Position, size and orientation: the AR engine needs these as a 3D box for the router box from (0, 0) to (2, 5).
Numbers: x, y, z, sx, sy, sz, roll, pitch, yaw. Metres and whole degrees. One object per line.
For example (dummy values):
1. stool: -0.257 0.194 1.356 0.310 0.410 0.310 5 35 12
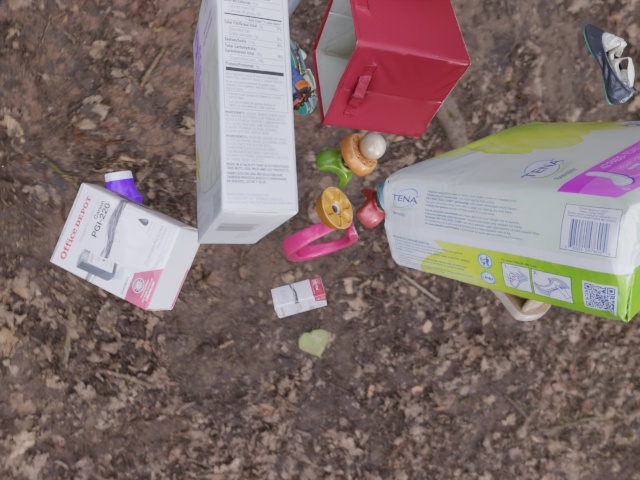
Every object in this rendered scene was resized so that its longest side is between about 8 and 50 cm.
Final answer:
1. router box: -0.418 -0.310 0.598 0.046 0.133 0.179 39 109 8

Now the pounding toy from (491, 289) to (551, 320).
1. pounding toy: 0.263 0.047 0.787 0.270 0.154 0.154 23 43 6

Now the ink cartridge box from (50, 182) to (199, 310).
1. ink cartridge box: -0.345 0.010 0.957 0.158 0.218 0.092 -67 163 1

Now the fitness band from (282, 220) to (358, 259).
1. fitness band: 0.000 0.000 1.513 0.209 0.291 0.054 -18 80 2

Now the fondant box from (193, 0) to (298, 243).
1. fondant box: -0.114 -0.173 0.735 0.096 0.238 0.330 1 80 -19

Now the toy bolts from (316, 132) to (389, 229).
1. toy bolts: 0.117 -0.116 1.232 0.228 0.158 0.218 34 50 -33

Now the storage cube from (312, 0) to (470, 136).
1. storage cube: 0.108 -0.314 0.910 0.193 0.183 0.215 5 59 -17

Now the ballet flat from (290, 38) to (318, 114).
1. ballet flat: -0.050 -0.359 1.125 0.070 0.070 0.188 -37 132 -21

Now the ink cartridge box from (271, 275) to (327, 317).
1. ink cartridge box: -0.056 0.151 1.420 0.135 0.099 0.056 -15 66 -4

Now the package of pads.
1. package of pads: 0.231 -0.046 0.510 0.297 0.229 0.101 -23 113 -36

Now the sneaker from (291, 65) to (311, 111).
1. sneaker: -0.118 -0.259 1.032 0.087 0.221 0.083 64 22 10

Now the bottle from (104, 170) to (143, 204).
1. bottle: -0.492 -0.036 1.382 0.118 0.092 0.282 -20 101 -61

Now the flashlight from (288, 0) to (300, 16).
1. flashlight: -0.099 -0.758 1.651 0.103 0.103 0.304 34 87 -4

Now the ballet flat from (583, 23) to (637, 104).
1. ballet flat: 0.663 -0.410 1.213 0.074 0.074 0.203 -11 82 -29
